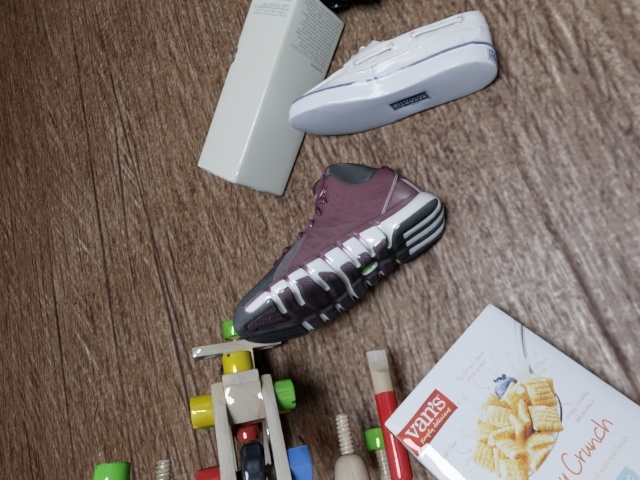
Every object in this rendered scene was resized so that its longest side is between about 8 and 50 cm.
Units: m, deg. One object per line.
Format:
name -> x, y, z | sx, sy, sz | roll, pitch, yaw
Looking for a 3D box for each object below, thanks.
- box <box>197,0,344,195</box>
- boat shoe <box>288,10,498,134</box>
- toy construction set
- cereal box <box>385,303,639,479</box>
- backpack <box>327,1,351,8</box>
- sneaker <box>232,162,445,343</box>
box -> -0.072, -0.213, 0.670 | 0.094, 0.113, 0.274 | 27, 99, 35
boat shoe -> 0.077, -0.207, 0.575 | 0.268, 0.096, 0.088 | -12, 74, 32
toy construction set -> -0.060, 0.190, 0.570 | 0.309, 0.257, 0.237 | -15, 62, 12
cereal box -> 0.204, 0.195, 0.421 | 0.173, 0.047, 0.240 | -45, 58, -13
backpack -> -0.008, -0.536, 0.602 | 0.290, 0.273, 0.355 | 28, 88, 40
sneaker -> 0.000, 0.000, 0.575 | 0.282, 0.106, 0.162 | -31, 51, -6
